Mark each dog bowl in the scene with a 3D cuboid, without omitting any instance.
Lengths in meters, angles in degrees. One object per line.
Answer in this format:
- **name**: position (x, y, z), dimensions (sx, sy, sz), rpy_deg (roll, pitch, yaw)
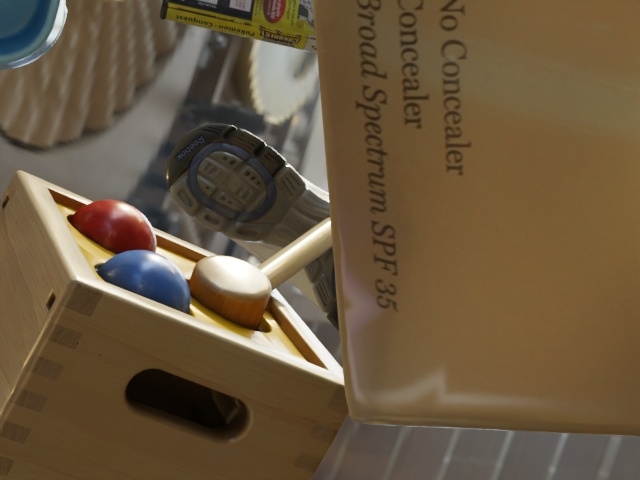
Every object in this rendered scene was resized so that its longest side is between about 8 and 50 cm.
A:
- **dog bowl**: position (-0.359, -0.340, 1.710), dimensions (0.074, 0.166, 0.297), rpy_deg (-127, 53, -73)

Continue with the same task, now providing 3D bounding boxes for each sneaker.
- **sneaker**: position (0.000, 0.000, 1.310), dimensions (0.111, 0.297, 0.129), rpy_deg (-51, 0, -2)

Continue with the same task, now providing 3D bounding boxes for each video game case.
- **video game case**: position (-0.049, -0.353, 1.763), dimensions (0.035, 0.248, 0.275), rpy_deg (116, 163, -59)

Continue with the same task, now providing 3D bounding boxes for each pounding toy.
- **pounding toy**: position (-0.049, 0.032, 0.533), dimensions (0.100, 0.141, 0.130), rpy_deg (-61, 28, 9)

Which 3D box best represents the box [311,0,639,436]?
- **box**: position (0.164, -0.032, 0.399), dimensions (0.121, 0.311, 0.148), rpy_deg (-65, -28, -61)
